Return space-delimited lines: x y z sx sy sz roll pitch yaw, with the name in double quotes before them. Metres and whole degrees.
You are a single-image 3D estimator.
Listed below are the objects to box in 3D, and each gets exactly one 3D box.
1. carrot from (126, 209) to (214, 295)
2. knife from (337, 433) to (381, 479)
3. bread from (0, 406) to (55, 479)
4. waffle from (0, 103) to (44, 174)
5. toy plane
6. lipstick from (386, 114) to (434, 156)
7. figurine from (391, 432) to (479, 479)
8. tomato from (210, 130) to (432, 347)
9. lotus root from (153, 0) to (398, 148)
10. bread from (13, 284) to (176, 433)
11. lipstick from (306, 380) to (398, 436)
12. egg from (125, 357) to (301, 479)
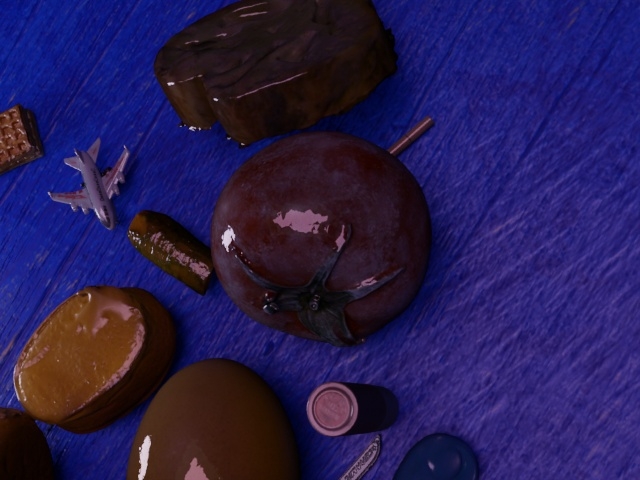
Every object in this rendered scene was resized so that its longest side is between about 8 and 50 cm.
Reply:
"carrot" -0.237 0.016 1.442 0.173 0.082 0.082 34 91 12
"knife" 0.027 0.378 1.327 0.028 0.015 0.210 42 93 25
"bread" -0.515 0.447 1.356 0.183 0.236 0.389 0 84 3
"waffle" -0.581 -0.173 1.595 0.148 0.042 0.103 -23 76 11
"toy plane" -0.383 -0.089 1.509 0.162 0.065 0.171 -30 75 9
"lipstick" 0.139 -0.161 1.393 0.094 0.019 0.019 -40 72 6
"figurine" 0.143 0.480 1.185 0.298 0.242 0.417 -37 61 53
"tomato" 0.000 0.000 1.252 0.316 0.317 0.283 -3 49 16
"lotus root" -0.061 -0.292 1.355 0.390 0.111 0.375 11 46 38
"bread" -0.358 0.188 1.409 0.269 0.142 0.195 -42 69 3
"lipstick" 0.051 0.233 1.220 0.070 0.254 0.070 -3 79 16
"egg" -0.153 0.331 1.266 0.250 0.250 0.323 -8 71 15
